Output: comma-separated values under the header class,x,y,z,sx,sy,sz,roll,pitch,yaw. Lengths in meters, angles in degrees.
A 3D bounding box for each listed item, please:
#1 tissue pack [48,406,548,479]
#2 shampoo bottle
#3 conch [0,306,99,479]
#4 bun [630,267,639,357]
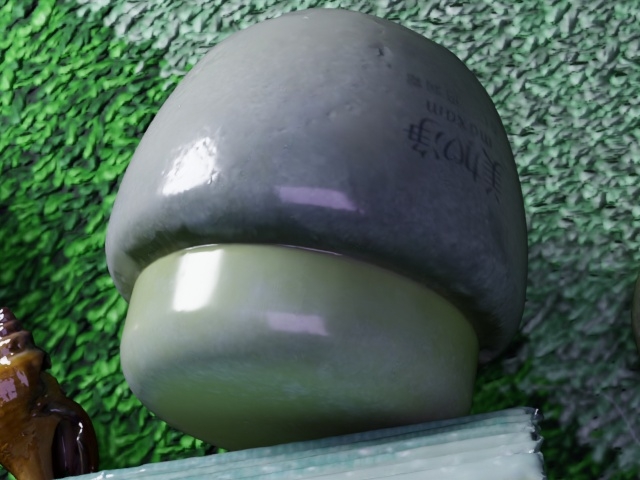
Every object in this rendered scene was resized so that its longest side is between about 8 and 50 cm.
class,x,y,z,sx,sy,sz,roll,pitch,yaw
tissue pack,-0.022,0.281,0.799,0.387,0.162,0.288,-10,103,9
shampoo bottle,0.000,0.000,0.938,0.322,0.322,0.317,7,61,5
conch,-0.233,0.171,1.020,0.086,0.080,0.233,-30,96,5
bun,0.383,0.058,0.984,0.259,0.160,0.259,-1,72,4
